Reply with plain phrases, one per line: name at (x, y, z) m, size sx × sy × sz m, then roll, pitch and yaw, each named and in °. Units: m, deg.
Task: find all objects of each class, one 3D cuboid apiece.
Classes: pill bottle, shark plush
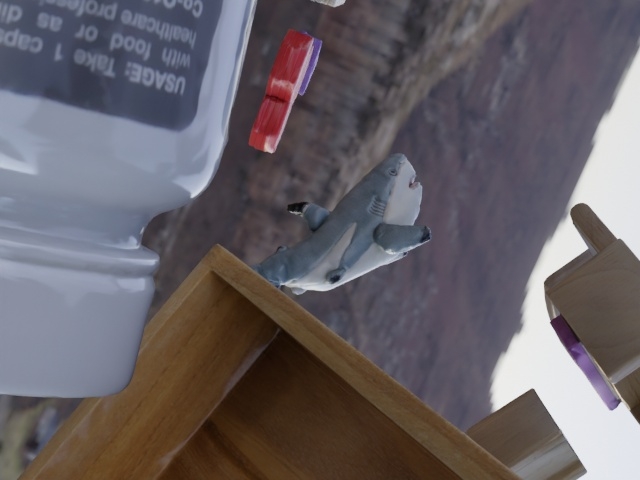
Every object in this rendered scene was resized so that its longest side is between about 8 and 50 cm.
pill bottle at (-0.124, -0.129, 0.604) m, size 0.204 × 0.204 × 0.361 m, roll -11°, pitch 114°, yaw -86°
shark plush at (0.000, 0.000, 0.986) m, size 0.161 × 0.067 × 0.073 m, roll -25°, pitch 176°, yaw -3°

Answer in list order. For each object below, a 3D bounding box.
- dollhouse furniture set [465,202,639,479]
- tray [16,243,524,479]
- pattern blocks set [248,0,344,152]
dollhouse furniture set at (0.091, 0.153, 0.842) m, size 0.303 × 0.286 × 0.198 m, roll -36°, pitch -142°, yaw 5°
tray at (-0.001, 0.160, 0.557) m, size 0.203 × 0.076 × 0.411 m, roll -50°, pitch -148°, yaw -4°
pattern blocks set at (0.033, -0.238, 0.957) m, size 0.285 × 0.026 × 0.325 m, roll -70°, pitch 180°, yaw -64°
